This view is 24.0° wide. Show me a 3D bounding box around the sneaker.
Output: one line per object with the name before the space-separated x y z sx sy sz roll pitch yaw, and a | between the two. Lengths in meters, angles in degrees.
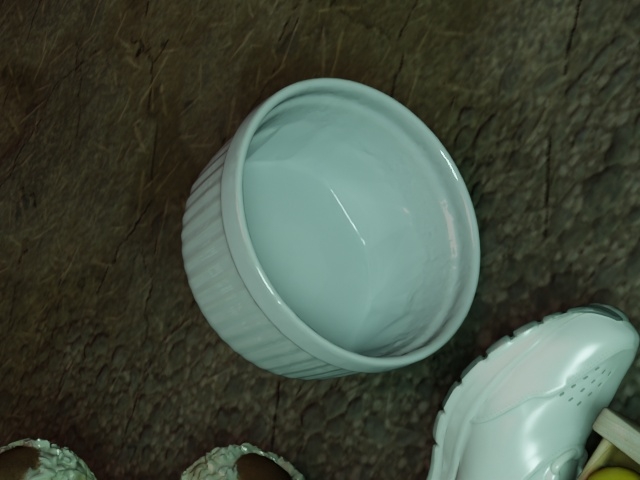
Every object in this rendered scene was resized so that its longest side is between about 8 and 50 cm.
sneaker | 0.117 0.173 0.929 0.129 0.111 0.297 43 113 38

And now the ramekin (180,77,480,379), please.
ramekin | 0.000 0.000 1.059 0.109 0.207 0.207 -28 52 50

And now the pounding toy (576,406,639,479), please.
pounding toy | 0.198 0.213 0.752 0.155 0.154 0.269 -60 38 8

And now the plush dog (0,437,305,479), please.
plush dog | -0.137 0.285 1.088 0.210 0.262 0.225 102 168 -45
